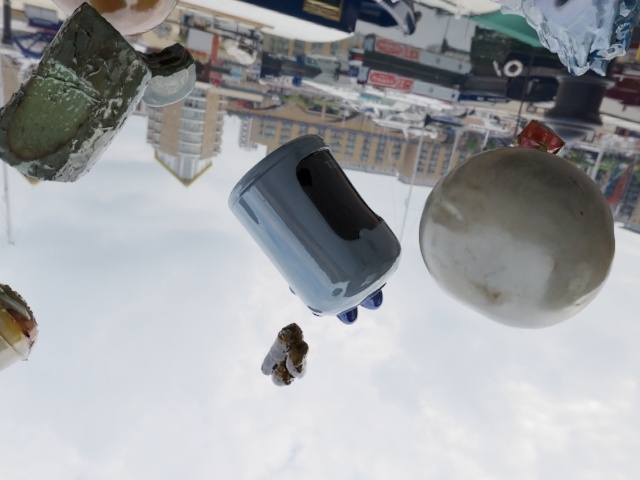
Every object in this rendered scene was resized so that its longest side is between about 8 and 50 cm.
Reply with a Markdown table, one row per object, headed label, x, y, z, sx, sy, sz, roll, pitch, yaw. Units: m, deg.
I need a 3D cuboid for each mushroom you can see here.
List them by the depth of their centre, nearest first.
| label | x | y | z | sx | sy | sz | roll | pitch | yaw |
| --- | --- | --- | --- | --- | --- | --- | --- | --- | --- |
| mushroom | 0.232 | -0.005 | 0.536 | 0.209 | 0.206 | 0.206 | -12 | -156 | -25 |

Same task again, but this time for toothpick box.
| label | x | y | z | sx | sy | sz | roll | pitch | yaw |
| --- | --- | --- | --- | --- | --- | --- | --- | --- | --- |
| toothpick box | 0.000 | 0.000 | 0.944 | 0.354 | 0.263 | 0.263 | 52 | -157 | 3 |

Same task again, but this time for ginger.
| label | x | y | z | sx | sy | sz | roll | pitch | yaw |
| --- | --- | --- | --- | --- | --- | --- | --- | --- | --- |
| ginger | -0.069 | 0.267 | 1.043 | 0.073 | 0.162 | 0.103 | 0 | -139 | -42 |

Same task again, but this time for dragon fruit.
| label | x | y | z | sx | sy | sz | roll | pitch | yaw |
| --- | --- | --- | --- | --- | --- | --- | --- | --- | --- |
| dragon fruit | 0.320 | -0.139 | 0.693 | 0.060 | 0.056 | 0.083 | 44 | -162 | 19 |

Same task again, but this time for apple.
| label | x | y | z | sx | sy | sz | roll | pitch | yaw |
| --- | --- | --- | --- | --- | --- | --- | --- | --- | --- |
| apple | -0.347 | -0.483 | 0.780 | 0.254 | 0.253 | 0.253 | 10 | -164 | -3 |

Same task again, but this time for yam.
| label | x | y | z | sx | sy | sz | roll | pitch | yaw |
| --- | --- | --- | --- | --- | --- | --- | --- | --- | --- |
| yam | -0.371 | -0.214 | 0.720 | 0.154 | 0.254 | 0.154 | 39 | -174 | -5 |

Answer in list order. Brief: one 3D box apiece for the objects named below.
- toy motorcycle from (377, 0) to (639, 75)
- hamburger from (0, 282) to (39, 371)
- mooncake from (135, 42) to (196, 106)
| label | x | y | z | sx | sy | sz | roll | pitch | yaw |
| --- | --- | --- | --- | --- | --- | --- | --- | --- | --- |
| toy motorcycle | 0.102 | -0.180 | 0.273 | 0.108 | 0.204 | 0.239 | -31 | -165 | -2 |
| hamburger | -0.660 | 0.163 | 0.914 | 0.237 | 0.237 | 0.147 | 18 | -135 | 24 |
| mooncake | -0.408 | -0.432 | 1.200 | 0.104 | 0.168 | 0.175 | 57 | -154 | 15 |
